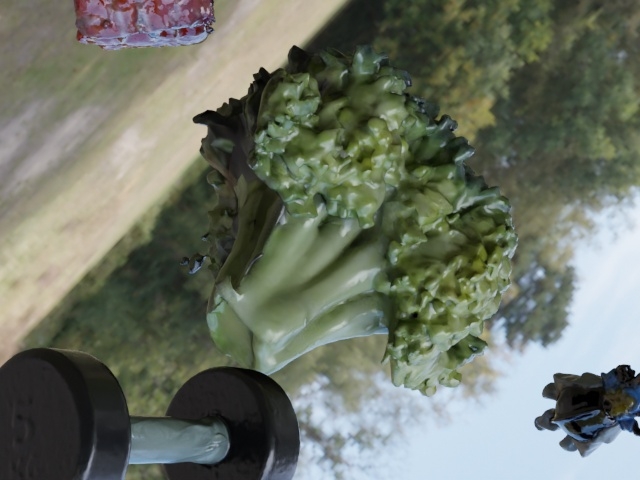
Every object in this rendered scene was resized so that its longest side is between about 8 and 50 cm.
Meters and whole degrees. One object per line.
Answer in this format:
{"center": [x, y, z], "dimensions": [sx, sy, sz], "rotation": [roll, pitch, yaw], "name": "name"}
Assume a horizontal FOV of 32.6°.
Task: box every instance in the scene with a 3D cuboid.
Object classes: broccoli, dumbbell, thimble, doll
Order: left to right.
{"center": [-0.162, -0.269, 0.989], "dimensions": [0.125, 0.189, 0.163], "rotation": [-4, 180, -5], "name": "thimble"}
{"center": [-0.105, 0.121, 0.662], "dimensions": [0.100, 0.100, 0.191], "rotation": [-45, 149, 20], "name": "dumbbell"}
{"center": [0.002, 0.010, 1.019], "dimensions": [0.281, 0.347, 0.293], "rotation": [-38, -174, -40], "name": "broccoli"}
{"center": [0.294, 0.179, 1.165], "dimensions": [0.070, 0.096, 0.195], "rotation": [-11, 168, -36], "name": "doll"}
